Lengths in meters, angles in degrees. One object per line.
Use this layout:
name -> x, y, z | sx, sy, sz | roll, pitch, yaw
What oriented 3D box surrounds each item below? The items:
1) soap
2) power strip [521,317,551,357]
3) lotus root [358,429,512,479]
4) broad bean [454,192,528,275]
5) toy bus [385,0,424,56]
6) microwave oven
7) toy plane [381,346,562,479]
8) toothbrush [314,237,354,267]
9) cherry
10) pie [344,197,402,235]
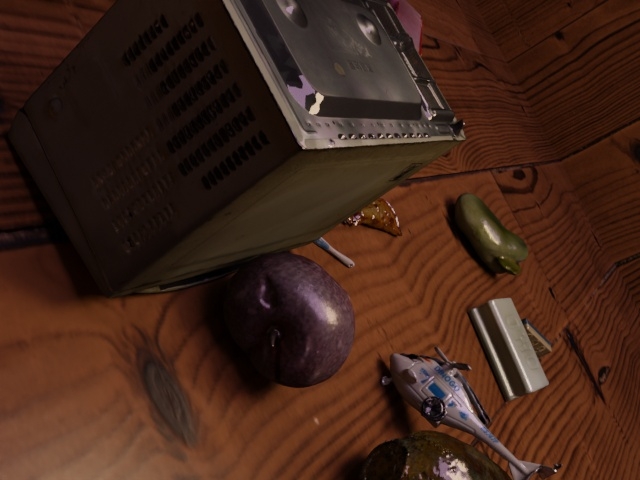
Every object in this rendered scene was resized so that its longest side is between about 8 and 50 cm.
soap -> 0.391, 0.223, 1.431 | 0.119, 0.067, 0.197 | 2, 63, -54
power strip -> 0.473, 0.226, 1.560 | 0.123, 0.056, 0.032 | 40, 34, -32
lotus root -> 0.166, 0.346, 0.900 | 0.275, 0.152, 0.160 | 36, 50, -32
broad bean -> 0.393, -0.011, 1.616 | 0.228, 0.100, 0.169 | 51, 21, 7
toy bus -> 0.149, -0.444, 1.570 | 0.127, 0.147, 0.302 | 40, 34, -22
microwave oven -> -0.076, -0.132, 0.778 | 0.394, 0.333, 0.247 | -15, 73, -59
toy plane -> 0.209, 0.265, 1.025 | 0.107, 0.182, 0.273 | -38, 83, -17
toothbrush -> 0.000, 0.000, 1.084 | 0.162, 0.014, 0.017 | 36, 23, -35
cherry -> -0.030, 0.092, 0.832 | 0.176, 0.140, 0.176 | 41, 21, -19
pie -> 0.091, -0.059, 1.256 | 0.191, 0.033, 0.088 | 9, 53, -53
